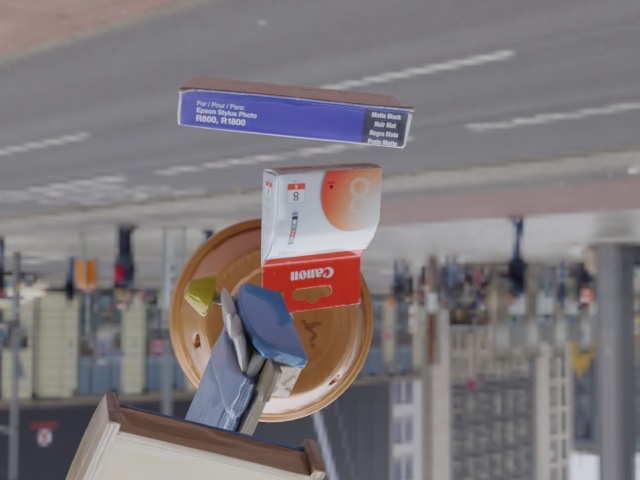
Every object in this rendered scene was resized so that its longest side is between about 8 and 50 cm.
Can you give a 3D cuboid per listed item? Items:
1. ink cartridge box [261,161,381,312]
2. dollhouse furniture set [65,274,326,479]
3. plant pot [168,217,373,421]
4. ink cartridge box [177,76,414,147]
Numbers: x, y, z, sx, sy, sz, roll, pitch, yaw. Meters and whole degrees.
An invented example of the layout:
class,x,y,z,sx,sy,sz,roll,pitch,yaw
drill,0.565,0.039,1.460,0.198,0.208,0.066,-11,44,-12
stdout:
class,x,y,z,sx,sy,sz,roll,pitch,yaw
ink cartridge box,0.000,0.000,1.513,0.145,0.179,0.045,-6,-168,-30
dollhouse furniture set,-0.157,0.201,1.229,0.198,0.286,0.303,18,-158,-20
plant pot,-0.062,0.106,1.725,0.290,0.291,0.203,1,176,-5
ink cartridge box,-0.027,-0.126,1.258,0.223,0.045,0.224,5,-171,-2
